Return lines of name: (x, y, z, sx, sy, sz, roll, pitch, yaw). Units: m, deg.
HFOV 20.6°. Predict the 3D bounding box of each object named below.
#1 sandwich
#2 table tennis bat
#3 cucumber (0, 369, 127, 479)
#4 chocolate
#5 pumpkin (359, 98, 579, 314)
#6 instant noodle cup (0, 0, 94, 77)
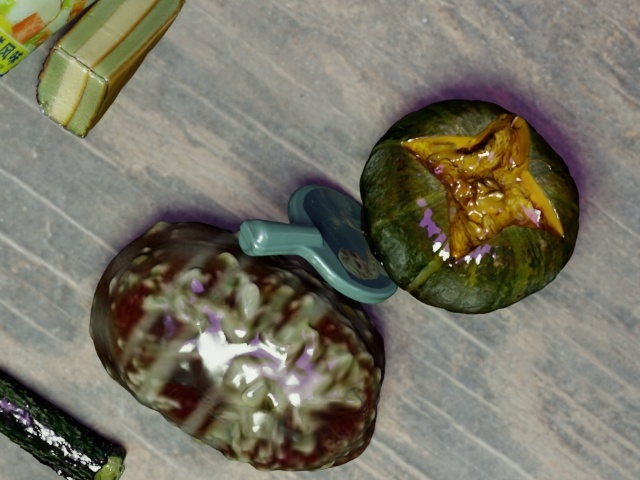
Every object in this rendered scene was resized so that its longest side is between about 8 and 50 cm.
sandwich: (-0.232, -0.207, 1.912, 0.079, 0.113, 0.163, 36, 52, -2)
table tennis bat: (0.000, 0.000, 1.829, 0.038, 0.237, 0.149, -40, 64, 30)
cucumber: (-0.316, 0.189, 1.873, 0.245, 0.067, 0.067, 34, 87, -4)
chocolate: (-0.078, 0.117, 1.818, 0.340, 0.210, 0.225, 32, 89, -2)
pumpkin: (0.154, -0.033, 1.859, 0.238, 0.159, 0.238, 3, 68, -8)
instant noodle cup: (-0.300, -0.334, 1.794, 0.284, 0.284, 0.312, 44, 92, -2)
